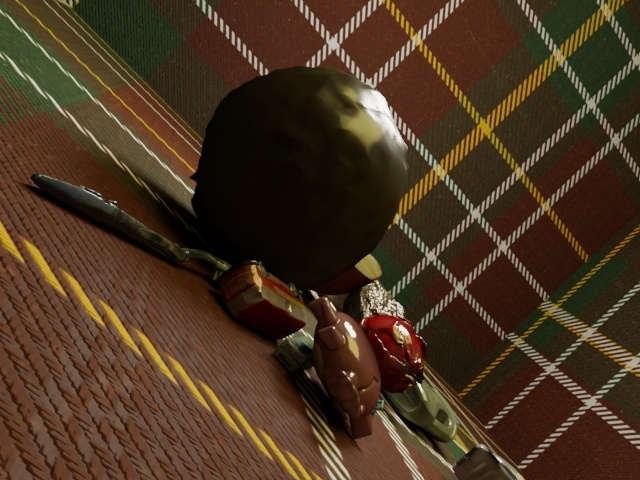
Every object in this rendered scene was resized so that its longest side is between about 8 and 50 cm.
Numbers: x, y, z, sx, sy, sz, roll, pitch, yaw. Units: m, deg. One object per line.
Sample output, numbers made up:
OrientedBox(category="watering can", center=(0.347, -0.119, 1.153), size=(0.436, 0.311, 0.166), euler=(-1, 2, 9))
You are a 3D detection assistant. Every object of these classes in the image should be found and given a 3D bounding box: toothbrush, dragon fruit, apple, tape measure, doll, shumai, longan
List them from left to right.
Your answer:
OrientedBox(category="toothbrush", center=(-0.214, 0.001, 0.795), size=(0.035, 0.042, 0.413), euler=(6, -17, 26))
OrientedBox(category="longan", center=(-0.052, -0.110, 1.125), size=(0.404, 0.436, 0.404), euler=(26, 42, -26))
OrientedBox(category="apple", center=(0.000, 0.000, 1.677), size=(0.328, 0.295, 0.365), euler=(6, -4, 19))
OrientedBox(category="doll", center=(0.038, 0.187, 0.903), size=(0.262, 0.093, 0.211), euler=(-92, 163, -79))
OrientedBox(category="shumai", center=(0.150, 0.253, 1.777), size=(0.218, 0.184, 0.185), euler=(52, -31, 22))
OrientedBox(category="dragon fruit", center=(0.146, 0.248, 1.347), size=(0.172, 0.172, 0.209), euler=(45, -12, -25))
OrientedBox(category="tape measure", center=(0.379, 0.535, 1.252), size=(0.236, 0.120, 0.197), euler=(51, 2, 18))

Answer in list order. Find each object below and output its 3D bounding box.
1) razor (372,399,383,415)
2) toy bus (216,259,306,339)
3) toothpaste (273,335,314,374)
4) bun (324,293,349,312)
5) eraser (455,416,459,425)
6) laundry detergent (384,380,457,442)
OrientedBox(category="razor", center=(0.086, 0.297, 1.075), size=(0.068, 0.037, 0.191), euler=(4, -13, 12))
OrientedBox(category="toy bus", center=(-0.086, 0.096, 0.929), size=(0.174, 0.079, 0.077), euler=(43, 22, -57))
OrientedBox(category="toothpaste", center=(-0.031, 0.182, 0.965), size=(0.046, 0.034, 0.164), euler=(43, 2, 13))
OrientedBox(category="bun", center=(0.080, 0.167, 1.985), size=(0.231, 0.133, 0.231), euler=(53, 7, -10))
OrientedBox(category="eraser", center=(0.353, 0.517, 1.933), size=(0.212, 0.046, 0.092), euler=(46, 2, -10))
OrientedBox(category="laundry detergent", center=(0.258, 0.412, 1.482), size=(0.253, 0.091, 0.181), euler=(45, 4, -41))
